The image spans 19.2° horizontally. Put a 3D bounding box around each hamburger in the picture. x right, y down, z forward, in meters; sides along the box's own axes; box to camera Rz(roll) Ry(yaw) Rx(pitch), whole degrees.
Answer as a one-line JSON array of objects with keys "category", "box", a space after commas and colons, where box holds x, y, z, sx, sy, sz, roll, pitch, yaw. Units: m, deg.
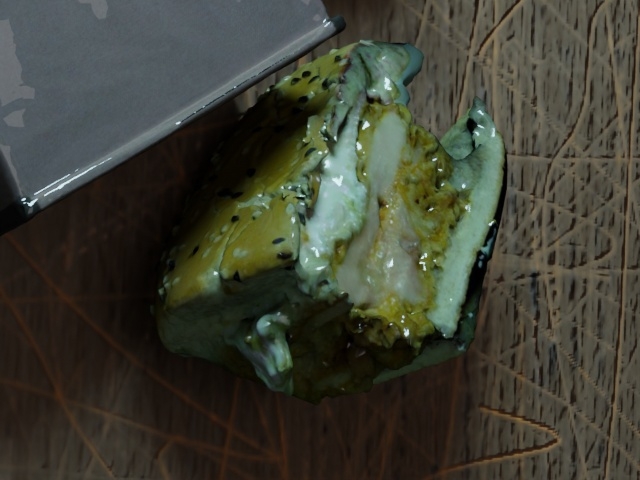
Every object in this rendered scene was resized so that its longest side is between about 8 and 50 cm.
[{"category": "hamburger", "box": [0.000, 0.000, 1.274, 0.167, 0.192, 0.288, 46, 38, -25]}]

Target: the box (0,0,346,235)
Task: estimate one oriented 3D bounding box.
[{"category": "box", "box": [-0.144, -0.123, 1.189, 0.252, 0.188, 0.153, -32, 96, -27]}]
